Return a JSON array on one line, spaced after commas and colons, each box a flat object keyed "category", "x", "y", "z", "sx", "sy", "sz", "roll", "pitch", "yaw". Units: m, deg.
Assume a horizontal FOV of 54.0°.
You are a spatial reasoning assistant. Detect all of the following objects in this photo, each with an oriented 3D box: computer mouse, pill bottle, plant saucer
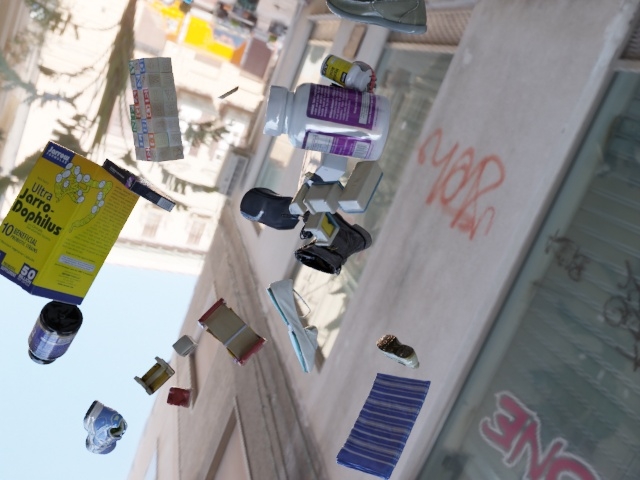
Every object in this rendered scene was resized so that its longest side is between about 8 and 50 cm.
[{"category": "computer mouse", "x": -0.074, "y": -0.103, "z": 1.652, "sx": 0.262, "sy": 0.184, "sz": 0.060, "roll": 20, "pitch": -170, "yaw": -40}, {"category": "pill bottle", "x": 0.014, "y": -0.306, "z": 1.586, "sx": 0.302, "sy": 0.169, "sz": 0.169, "roll": 10, "pitch": -166, "yaw": -5}, {"category": "pill bottle", "x": -0.802, "y": 0.281, "z": 1.882, "sx": 0.123, "sy": 0.219, "sz": 0.122, "roll": 24, "pitch": -140, "yaw": -22}, {"category": "plant saucer", "x": -0.296, "y": -0.476, "z": 2.029, "sx": 0.015, "sy": 0.083, "sz": 0.083, "roll": 61, "pitch": -176, "yaw": -15}, {"category": "pill bottle", "x": 0.062, "y": -0.422, "z": 1.590, "sx": 0.116, "sy": 0.065, "sz": 0.065, "roll": 28, "pitch": -166, "yaw": 17}]

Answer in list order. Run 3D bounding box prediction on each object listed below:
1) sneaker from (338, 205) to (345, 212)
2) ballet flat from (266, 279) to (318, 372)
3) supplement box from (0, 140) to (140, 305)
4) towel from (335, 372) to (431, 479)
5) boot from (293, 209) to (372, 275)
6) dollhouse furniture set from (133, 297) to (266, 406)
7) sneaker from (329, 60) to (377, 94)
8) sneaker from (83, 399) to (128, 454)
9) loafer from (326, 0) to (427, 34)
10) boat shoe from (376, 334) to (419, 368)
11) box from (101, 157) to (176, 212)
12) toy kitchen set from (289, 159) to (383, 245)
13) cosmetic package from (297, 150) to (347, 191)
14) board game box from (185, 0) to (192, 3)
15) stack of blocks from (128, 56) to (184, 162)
[{"category": "sneaker", "x": 0.043, "y": -0.109, "z": 1.608, "sx": 0.152, "sy": 0.053, "sz": 0.061, "roll": 9, "pitch": -143, "yaw": 5}, {"category": "ballet flat", "x": -0.084, "y": 0.337, "z": 2.531, "sx": 0.400, "sy": 0.139, "sz": 0.139, "roll": 66, "pitch": -166, "yaw": -4}, {"category": "supplement box", "x": -0.663, "y": -0.041, "z": 1.628, "sx": 0.194, "sy": 0.356, "sz": 0.195, "roll": 25, "pitch": 174, "yaw": 21}, {"category": "towel", "x": 0.197, "y": 0.580, "z": 1.999, "sx": 0.040, "sy": 0.336, "sz": 0.243, "roll": 43, "pitch": 153, "yaw": -27}, {"category": "boot", "x": 0.000, "y": 0.000, "z": 1.812, "sx": 0.263, "sy": 0.091, "sz": 0.229, "roll": 23, "pitch": -146, "yaw": 29}, {"category": "dollhouse furniture set", "x": -0.370, "y": 0.377, "z": 1.985, "sx": 0.201, "sy": 0.374, "sz": 0.152, "roll": 45, "pitch": 168, "yaw": 6}, {"category": "sneaker", "x": 0.093, "y": -0.451, "z": 1.812, "sx": 0.135, "sy": 0.098, "sz": 0.276, "roll": 31, "pitch": -141, "yaw": -28}, {"category": "sneaker", "x": -0.503, "y": 0.457, "z": 1.485, "sx": 0.081, "sy": 0.211, "sz": 0.080, "roll": 18, "pitch": -129, "yaw": 5}, {"category": "loafer", "x": 0.132, "y": -0.535, "z": 1.424, "sx": 0.251, "sy": 0.087, "sz": 0.094, "roll": 21, "pitch": -153, "yaw": 19}, {"category": "boat shoe", "x": 0.192, "y": 0.279, "z": 1.570, "sx": 0.048, "sy": 0.056, "sz": 0.153, "roll": 59, "pitch": 160, "yaw": -21}, {"category": "box", "x": -0.405, "y": -0.124, "z": 1.393, "sx": 0.162, "sy": 0.029, "sz": 0.116, "roll": 34, "pitch": -179, "yaw": 44}, {"category": "toy kitchen set", "x": 0.057, "y": -0.080, "z": 1.457, "sx": 0.207, "sy": 0.122, "sz": 0.166, "roll": 1, "pitch": 141, "yaw": 38}, {"category": "cosmetic package", "x": 0.018, "y": -0.339, "z": 2.370, "sx": 0.097, "sy": 0.284, "sz": 0.377, "roll": 15, "pitch": 165, "yaw": -12}, {"category": "board game box", "x": -0.178, "y": -0.623, "z": 1.174, "sx": 0.079, "sy": 0.253, "sz": 0.336, "roll": 31, "pitch": 166, "yaw": -22}, {"category": "stack of blocks", "x": -0.498, "y": -0.387, "z": 1.869, "sx": 0.087, "sy": 0.297, "sz": 0.171, "roll": -14, "pitch": -164, "yaw": -35}]
